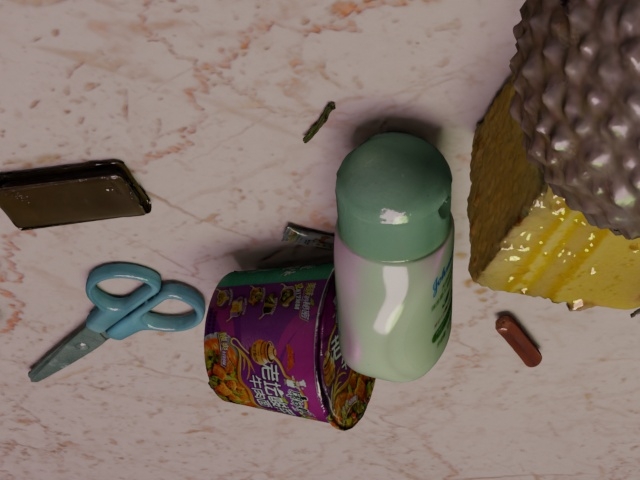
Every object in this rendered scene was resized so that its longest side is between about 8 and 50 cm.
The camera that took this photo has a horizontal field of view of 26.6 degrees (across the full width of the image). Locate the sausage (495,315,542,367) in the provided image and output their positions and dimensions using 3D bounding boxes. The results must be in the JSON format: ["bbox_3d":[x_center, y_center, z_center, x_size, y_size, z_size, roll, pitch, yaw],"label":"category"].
[{"bbox_3d":[0.308,0.157,2.097,0.030,0.035,0.147,-29,141,13],"label":"sausage"}]

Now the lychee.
[{"bbox_3d":[0.366,-0.179,1.253,0.380,0.380,0.432,-4,116,14],"label":"lychee"}]

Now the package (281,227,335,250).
[{"bbox_3d":[0.000,0.000,1.903,0.110,0.015,0.037,12,142,-15],"label":"package"}]

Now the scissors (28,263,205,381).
[{"bbox_3d":[-0.363,0.151,2.174,0.192,0.029,0.447,25,142,-29],"label":"scissors"}]

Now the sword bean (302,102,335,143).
[{"bbox_3d":[-0.001,-0.145,1.676,0.012,0.012,0.083,16,145,-18],"label":"sword bean"}]

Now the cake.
[{"bbox_3d":[0.337,-0.061,1.569,0.285,0.223,0.227,11,149,-12],"label":"cake"}]

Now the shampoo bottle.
[{"bbox_3d":[0.096,0.013,1.745,0.151,0.222,0.350,15,138,19],"label":"shampoo bottle"}]

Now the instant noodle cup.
[{"bbox_3d":[-0.042,0.142,1.946,0.190,0.251,0.251,1,149,23],"label":"instant noodle cup"}]

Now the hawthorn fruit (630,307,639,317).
[{"bbox_3d":[0.523,0.032,1.684,0.299,0.211,0.211,-24,141,14],"label":"hawthorn fruit"}]

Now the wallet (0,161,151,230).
[{"bbox_3d":[-0.340,-0.059,1.835,0.198,0.031,0.110,-6,146,15],"label":"wallet"}]
